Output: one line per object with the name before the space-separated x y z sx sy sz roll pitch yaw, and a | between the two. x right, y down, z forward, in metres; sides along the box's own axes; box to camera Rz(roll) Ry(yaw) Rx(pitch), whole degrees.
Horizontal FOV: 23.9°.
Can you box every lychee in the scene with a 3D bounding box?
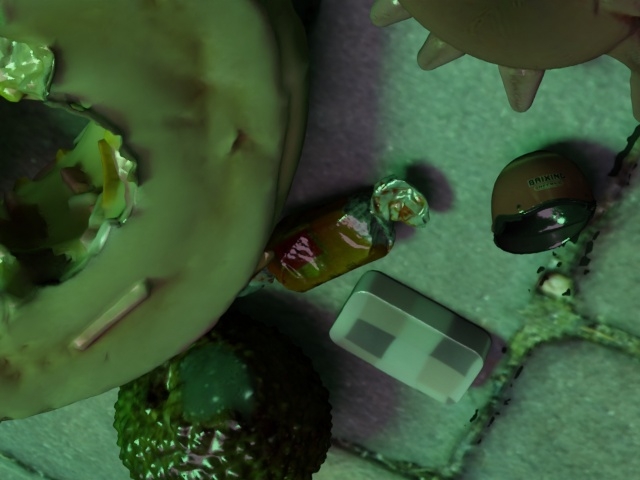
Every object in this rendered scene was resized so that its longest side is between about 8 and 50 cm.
lychee | -0.067 0.133 1.099 0.171 0.171 0.171 13 132 15

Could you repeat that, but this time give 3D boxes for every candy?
candy | 0.000 0.000 1.027 0.182 0.046 0.053 -23 113 32

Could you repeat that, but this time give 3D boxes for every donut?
donut | -0.155 -0.059 0.891 0.150 0.307 0.371 48 130 42

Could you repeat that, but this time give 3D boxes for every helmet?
helmet | 0.133 -0.028 0.937 0.065 0.049 0.084 -9 160 -10

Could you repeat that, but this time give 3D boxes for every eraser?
eraser | 0.063 0.069 1.069 0.105 0.026 0.065 28 132 1

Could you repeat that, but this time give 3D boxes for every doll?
doll | 0.109 -0.163 0.802 0.262 0.093 0.211 38 130 -9
